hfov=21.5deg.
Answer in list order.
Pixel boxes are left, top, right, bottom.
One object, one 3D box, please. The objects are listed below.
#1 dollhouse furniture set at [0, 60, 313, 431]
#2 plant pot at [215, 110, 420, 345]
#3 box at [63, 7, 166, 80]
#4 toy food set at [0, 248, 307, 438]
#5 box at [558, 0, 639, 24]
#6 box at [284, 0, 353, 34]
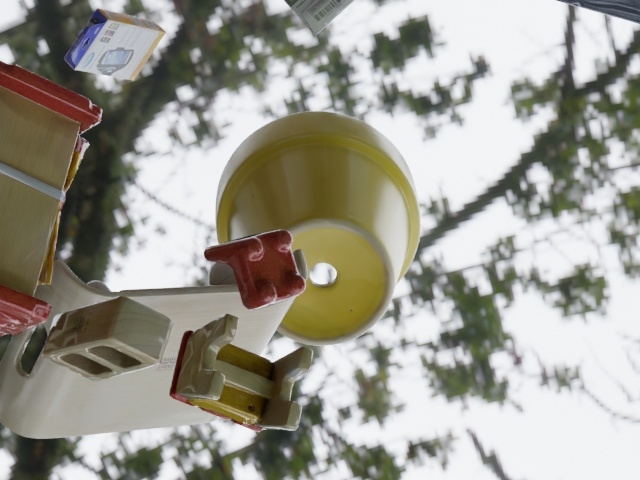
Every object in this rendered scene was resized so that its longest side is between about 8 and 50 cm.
[{"bbox_3d":[-0.185,0.020,1.475,0.152,0.374,0.201,-17,-127,52],"label":"dollhouse furniture set"},{"bbox_3d":[0.000,0.000,2.012,0.254,0.254,0.239,-15,-157,4],"label":"plant pot"},{"bbox_3d":[-0.263,-0.248,2.125,0.028,0.136,0.081,47,-69,26],"label":"box"},{"bbox_3d":[-0.179,0.096,1.758,0.306,0.220,0.092,-1,-133,-38],"label":"toy food set"},{"bbox_3d":[0.209,-0.357,1.434,0.296,0.183,0.294,15,-135,-3],"label":"box"},{"bbox_3d":[-0.014,-0.358,1.978,0.145,0.186,0.038,-40,-172,22],"label":"box"}]
